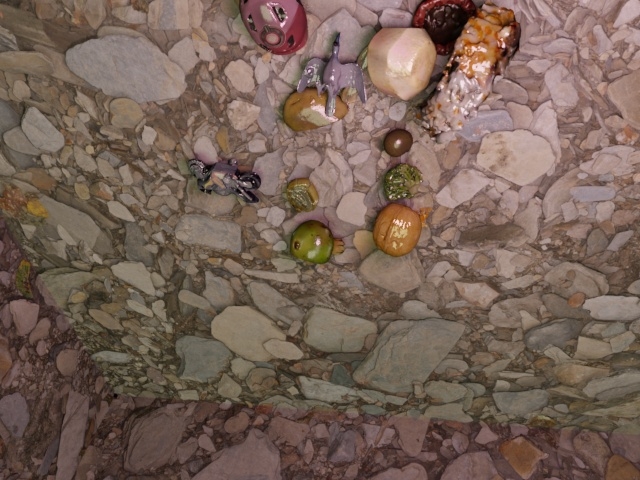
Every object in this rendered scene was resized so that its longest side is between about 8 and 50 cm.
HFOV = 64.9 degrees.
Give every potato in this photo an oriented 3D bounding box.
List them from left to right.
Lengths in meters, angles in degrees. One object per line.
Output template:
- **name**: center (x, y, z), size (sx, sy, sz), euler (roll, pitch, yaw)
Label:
- **potato**: center (-0.031, -0.470, 1.786), size (0.243, 0.098, 0.138), euler (-13, 125, 19)

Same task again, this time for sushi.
- **sushi**: center (0.429, -0.479, 1.492), size (0.176, 0.417, 0.417), euler (35, 130, 4)

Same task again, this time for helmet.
- **helmet**: center (-0.153, -0.695, 1.586), size (0.198, 0.154, 0.253), euler (-12, 122, 19)

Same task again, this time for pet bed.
- **pet bed**: center (0.381, -0.671, 1.561), size (0.201, 0.053, 0.201), euler (9, 133, 10)

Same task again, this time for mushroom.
- **mushroom**: center (0.128, -0.561, 1.711), size (0.059, 0.054, 0.202), euler (18, 126, -12)

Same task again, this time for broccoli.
- **broccoli**: center (0.316, -0.222, 1.911), size (0.162, 0.138, 0.145), euler (-19, 127, -25)

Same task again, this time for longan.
- **longan**: center (0.284, -0.352, 1.826), size (0.113, 0.092, 0.113), euler (-11, 132, -12)

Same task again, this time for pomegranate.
- **pomegranate**: center (-0.004, 0.003, 2.129), size (0.241, 0.190, 0.159), euler (17, 106, -2)

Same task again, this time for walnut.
- **walnut**: center (0.308, -0.040, 2.026), size (0.193, 0.193, 0.225), euler (16, 132, -3)

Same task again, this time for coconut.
- **coconut**: center (0.243, -0.555, 1.575), size (0.237, 0.197, 0.237), euler (39, 166, 11)

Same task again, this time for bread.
- **bread**: center (-0.072, -0.181, 2.058), size (0.117, 0.064, 0.156), euler (-18, 123, 26)

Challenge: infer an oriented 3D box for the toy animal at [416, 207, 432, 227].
- **toy animal**: center (0.423, -0.090, 2.053), size (0.081, 0.060, 0.083), euler (-31, 126, -11)

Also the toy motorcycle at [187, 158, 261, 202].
- **toy motorcycle**: center (-0.392, -0.242, 2.050), size (0.307, 0.108, 0.173), euler (15, 140, -3)

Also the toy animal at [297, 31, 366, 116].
- **toy animal**: center (0.048, -0.542, 1.672), size (0.239, 0.176, 0.255), euler (17, 143, 10)
